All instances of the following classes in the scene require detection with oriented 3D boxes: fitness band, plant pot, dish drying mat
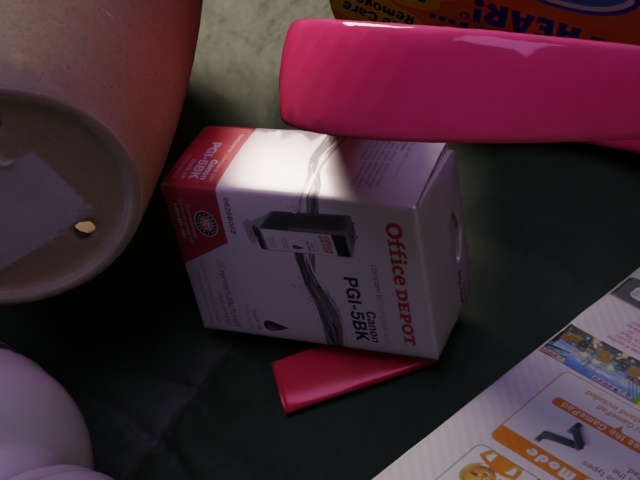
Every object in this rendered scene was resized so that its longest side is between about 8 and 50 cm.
[{"bbox_3d":[0.094,-0.065,0.507,0.209,0.291,0.054,10,99,11],"label":"fitness band"},{"bbox_3d":[-0.167,-0.105,0.588,0.256,0.256,0.274,-20,46,2],"label":"plant pot"},{"bbox_3d":[0.017,0.064,0.588,0.083,0.008,0.032,-19,51,2],"label":"dish drying mat"}]

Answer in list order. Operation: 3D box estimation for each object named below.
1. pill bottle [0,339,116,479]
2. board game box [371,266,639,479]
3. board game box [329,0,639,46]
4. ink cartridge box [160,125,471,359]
[{"bbox_3d":[-0.219,0.105,0.522,0.318,0.176,0.176,26,66,30],"label":"pill bottle"},{"bbox_3d":[0.165,0.115,0.376,0.224,0.098,0.303,30,39,32],"label":"board game box"},{"bbox_3d":[0.206,-0.313,0.583,0.356,0.356,0.356,23,64,29],"label":"board game box"},{"bbox_3d":[0.000,0.000,0.573,0.135,0.099,0.056,5,40,23],"label":"ink cartridge box"}]
